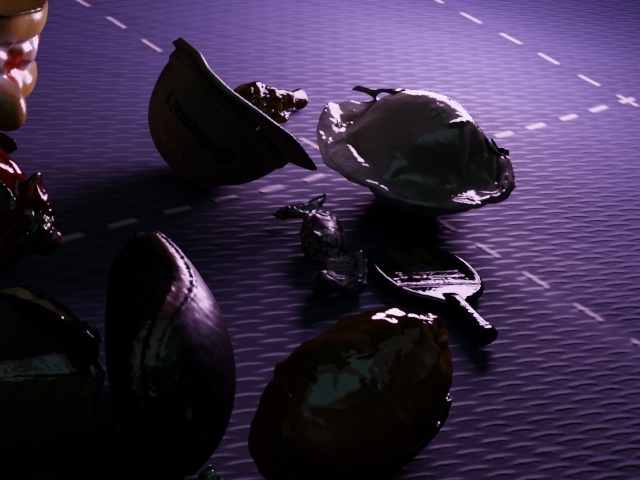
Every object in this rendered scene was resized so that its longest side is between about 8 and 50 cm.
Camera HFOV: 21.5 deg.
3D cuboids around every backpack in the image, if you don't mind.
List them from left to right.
[{"bbox_3d":[-0.328,0.118,1.655,0.207,0.140,0.253,1,20,-27],"label":"backpack"}]

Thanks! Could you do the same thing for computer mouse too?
[{"bbox_3d":[-0.146,0.113,1.712,0.116,0.183,0.323,-12,30,1],"label":"computer mouse"}]

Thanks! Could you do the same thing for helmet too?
[{"bbox_3d":[-0.142,-0.136,2.241,0.257,0.137,0.204,43,-3,18],"label":"helmet"}]

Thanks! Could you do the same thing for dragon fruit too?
[{"bbox_3d":[-0.424,-0.030,1.833,0.200,0.198,0.269,6,-1,34],"label":"dragon fruit"}]

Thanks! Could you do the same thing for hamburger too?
[{"bbox_3d":[-0.483,-0.250,2.232,0.303,0.186,0.261,24,26,39],"label":"hamburger"}]

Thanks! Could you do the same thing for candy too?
[{"bbox_3d":[0.000,0.001,2.137,0.094,0.051,0.226,3,29,-15],"label":"candy"}]

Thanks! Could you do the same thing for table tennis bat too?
[{"bbox_3d":[0.151,0.063,2.124,0.150,0.027,0.236,-1,28,-28],"label":"table tennis bat"}]

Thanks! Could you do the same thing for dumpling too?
[{"bbox_3d":[0.121,-0.100,2.311,0.293,0.163,0.204,25,63,17],"label":"dumpling"}]

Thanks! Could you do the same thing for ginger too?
[{"bbox_3d":[0.059,0.156,1.753,0.321,0.172,0.165,-26,87,-55],"label":"ginger"}]

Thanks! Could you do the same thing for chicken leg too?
[{"bbox_3d":[-0.068,-0.199,2.479,0.093,0.070,0.178,26,19,22],"label":"chicken leg"}]

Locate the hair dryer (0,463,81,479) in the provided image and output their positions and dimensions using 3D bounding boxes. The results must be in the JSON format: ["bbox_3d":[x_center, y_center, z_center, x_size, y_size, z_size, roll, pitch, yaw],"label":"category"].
[{"bbox_3d":[-0.326,0.235,1.537,0.128,0.070,0.255,30,24,29],"label":"hair dryer"}]

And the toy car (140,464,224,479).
[{"bbox_3d":[-0.126,0.257,1.584,0.142,0.055,0.069,-1,37,-47],"label":"toy car"}]
